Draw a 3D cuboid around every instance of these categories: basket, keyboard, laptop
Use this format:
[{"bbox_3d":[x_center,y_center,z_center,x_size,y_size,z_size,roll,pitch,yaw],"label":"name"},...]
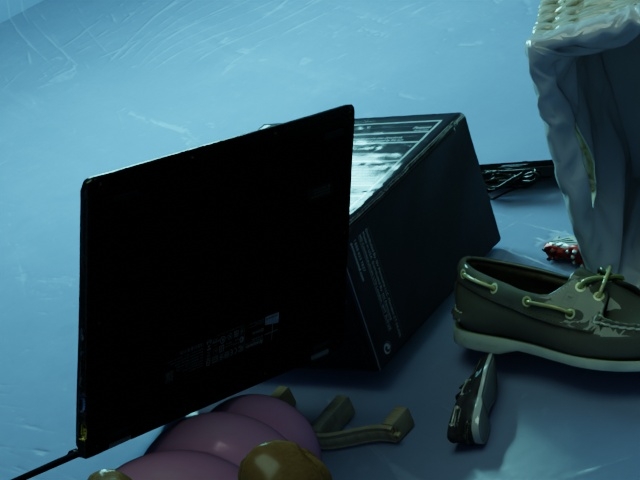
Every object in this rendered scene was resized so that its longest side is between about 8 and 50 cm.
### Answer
[{"bbox_3d":[0.416,-0.149,2.057,0.331,0.328,0.266,-12,26,16],"label":"basket"},{"bbox_3d":[0.233,-0.074,2.386,0.192,0.038,0.100,-4,8,33],"label":"keyboard"},{"bbox_3d":[-0.178,0.073,1.924,0.236,0.408,0.382,17,23,34],"label":"laptop"}]

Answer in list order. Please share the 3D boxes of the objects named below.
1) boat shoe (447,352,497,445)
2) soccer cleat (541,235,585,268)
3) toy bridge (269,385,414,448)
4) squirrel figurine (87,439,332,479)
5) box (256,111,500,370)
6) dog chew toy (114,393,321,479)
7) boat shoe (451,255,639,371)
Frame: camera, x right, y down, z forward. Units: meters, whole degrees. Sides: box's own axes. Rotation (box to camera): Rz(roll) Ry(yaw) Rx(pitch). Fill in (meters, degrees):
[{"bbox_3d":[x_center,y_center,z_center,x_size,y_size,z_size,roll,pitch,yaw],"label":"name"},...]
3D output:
[{"bbox_3d":[0.155,0.161,1.982,0.038,0.046,0.125,-5,39,19],"label":"boat shoe"},{"bbox_3d":[0.285,0.010,2.184,0.035,0.029,0.083,-42,28,-27],"label":"soccer cleat"},{"bbox_3d":[0.011,0.191,2.047,0.188,0.026,0.063,6,40,42],"label":"toy bridge"},{"bbox_3d":[-0.008,0.354,1.521,0.370,0.397,0.281,3,-16,-8],"label":"squirrel figurine"},{"bbox_3d":[0.000,0.000,2.224,0.296,0.183,0.294,0,30,37],"label":"box"},{"bbox_3d":[-0.099,0.256,1.830,0.206,0.207,0.332,-8,22,25],"label":"dog chew toy"},{"bbox_3d":[0.261,0.072,1.995,0.305,0.091,0.109,5,16,41],"label":"boat shoe"}]
